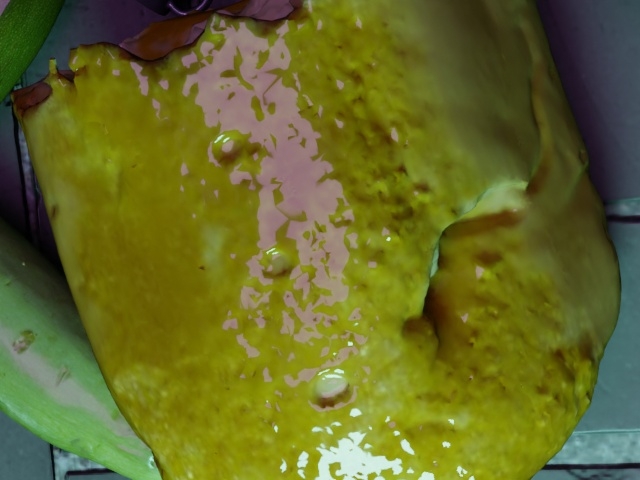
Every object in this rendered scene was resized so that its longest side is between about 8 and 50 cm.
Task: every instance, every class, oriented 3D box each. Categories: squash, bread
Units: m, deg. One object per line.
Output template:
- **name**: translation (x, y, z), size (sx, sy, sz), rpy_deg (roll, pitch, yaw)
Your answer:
- **squash**: translation (-0.225, 0.081, 0.935), size (0.370, 0.118, 0.118), rpy_deg (39, 105, 10)
- **bread**: translation (0.000, 0.000, 0.771), size (0.361, 0.250, 0.394), rpy_deg (-19, 87, 21)
- **squash**: translation (-0.280, -0.148, 0.962), size (0.080, 0.071, 0.318), rpy_deg (42, 105, 14)

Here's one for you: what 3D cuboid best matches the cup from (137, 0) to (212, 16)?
- **cup**: translation (-0.116, -0.216, 0.898), size (0.100, 0.078, 0.077), rpy_deg (41, 101, 3)
